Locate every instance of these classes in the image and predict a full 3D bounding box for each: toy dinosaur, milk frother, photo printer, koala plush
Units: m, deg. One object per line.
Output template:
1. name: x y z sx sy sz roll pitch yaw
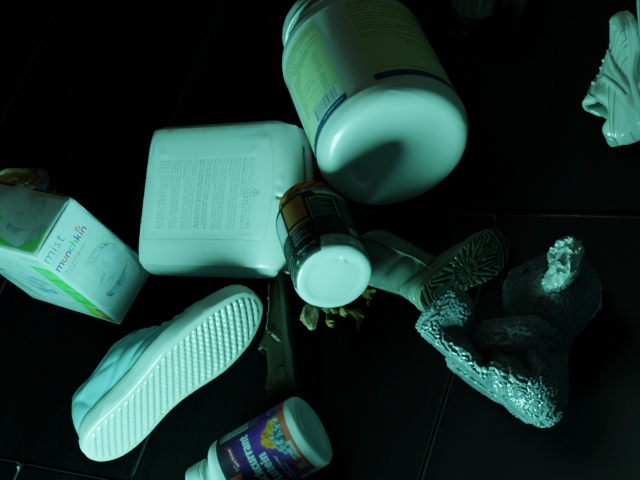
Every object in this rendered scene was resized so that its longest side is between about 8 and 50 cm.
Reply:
1. toy dinosaur: 0.021 0.075 1.873 0.211 0.112 0.064 -65 -1 -71
2. milk frother: 0.273 -0.413 2.005 0.129 0.135 0.143 7 63 4
3. photo printer: -0.146 -0.066 2.031 0.307 0.107 0.256 0 81 36
4. koala plush: 0.280 0.105 1.608 0.203 0.196 0.221 35 82 33

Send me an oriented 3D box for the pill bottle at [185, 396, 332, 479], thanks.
1. pill bottle: -0.090 0.311 1.763 0.193 0.108 0.108 -32 46 13

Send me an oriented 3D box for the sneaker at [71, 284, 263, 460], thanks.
1. sneaker: -0.259 0.174 1.963 0.366 0.135 0.150 -40 48 3

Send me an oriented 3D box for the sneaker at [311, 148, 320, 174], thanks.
1. sneaker: -0.038 -0.112 2.072 0.175 0.067 0.064 -32 71 32

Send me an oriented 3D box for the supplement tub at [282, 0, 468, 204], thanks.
1. supplement tub: 0.073 -0.240 1.951 0.235 0.235 0.325 -32 46 13

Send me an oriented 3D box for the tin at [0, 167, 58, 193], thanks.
1. tin: -0.592 -0.089 2.456 0.190 0.040 0.106 4 58 37

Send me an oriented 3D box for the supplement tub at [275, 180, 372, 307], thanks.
1. supplement tub: 0.000 0.000 1.828 0.117 0.117 0.190 -34 36 11

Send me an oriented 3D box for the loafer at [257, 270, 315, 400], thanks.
1. loafer: -0.063 0.144 1.882 0.078 0.080 0.220 -21 50 21

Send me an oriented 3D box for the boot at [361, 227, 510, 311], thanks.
1. boot: 0.149 0.024 1.831 0.190 0.076 0.208 -29 22 -20

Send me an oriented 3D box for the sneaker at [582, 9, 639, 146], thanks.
1. sneaker: 0.427 -0.235 1.805 0.115 0.090 0.232 -21 49 27

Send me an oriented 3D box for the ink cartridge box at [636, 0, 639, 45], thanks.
1. ink cartridge box: 0.592 -0.356 1.689 0.307 0.129 0.223 -26 38 33

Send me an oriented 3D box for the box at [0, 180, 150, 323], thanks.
1. box: -0.465 0.014 2.155 0.262 0.231 0.127 12 67 39
